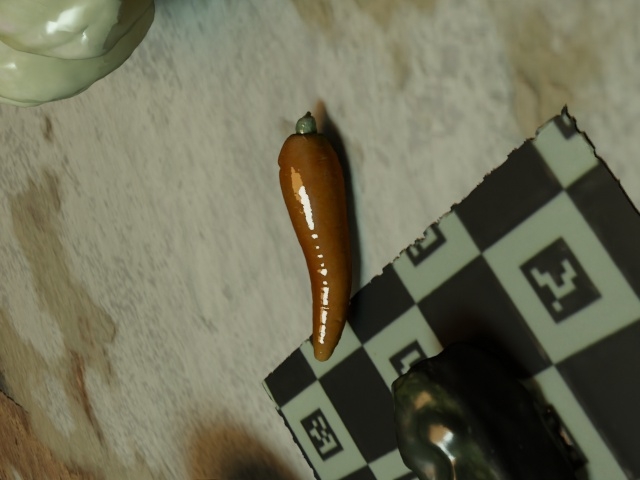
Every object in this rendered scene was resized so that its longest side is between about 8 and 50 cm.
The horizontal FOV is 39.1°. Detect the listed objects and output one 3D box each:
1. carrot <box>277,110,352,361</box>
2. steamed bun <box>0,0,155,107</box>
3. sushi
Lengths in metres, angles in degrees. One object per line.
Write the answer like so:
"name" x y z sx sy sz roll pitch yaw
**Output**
"carrot" 0.000 0.000 0.495 0.035 0.035 0.142 10 113 50
"steamed bun" -0.211 -0.248 0.457 0.339 0.247 0.352 13 155 37
"sushi" 0.096 0.179 0.450 0.359 0.064 0.343 59 144 12
